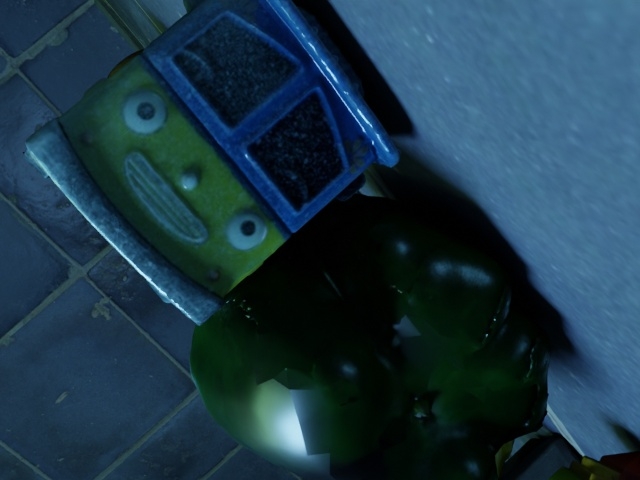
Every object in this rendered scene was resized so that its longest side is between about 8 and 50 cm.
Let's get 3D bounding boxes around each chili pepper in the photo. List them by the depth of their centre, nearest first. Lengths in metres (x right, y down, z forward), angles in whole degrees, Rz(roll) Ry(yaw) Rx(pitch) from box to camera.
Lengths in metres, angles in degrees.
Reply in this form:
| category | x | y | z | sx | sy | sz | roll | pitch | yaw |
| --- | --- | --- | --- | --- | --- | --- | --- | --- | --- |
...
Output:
| category | x | y | z | sx | sy | sz | roll | pitch | yaw |
| --- | --- | --- | --- | --- | --- | --- | --- | --- | --- |
| chili pepper | 0.037 | 0.082 | 0.507 | 0.248 | 0.233 | 0.256 | 34 | 172 | -18 |

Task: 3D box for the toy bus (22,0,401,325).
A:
| category | x | y | z | sx | sy | sz | roll | pitch | yaw |
| --- | --- | --- | --- | --- | --- | --- | --- | --- | --- |
| toy bus | -0.091 | -0.078 | 0.501 | 0.152 | 0.190 | 0.312 | 51 | 176 | -18 |

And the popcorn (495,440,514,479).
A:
| category | x | y | z | sx | sy | sz | roll | pitch | yaw |
| --- | --- | --- | --- | --- | --- | --- | --- | --- | --- |
| popcorn | 0.139 | 0.233 | 0.847 | 0.192 | 0.233 | 0.266 | 25 | -139 | -14 |

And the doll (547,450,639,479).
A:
| category | x | y | z | sx | sy | sz | roll | pitch | yaw |
| --- | --- | --- | --- | --- | --- | --- | --- | --- | --- |
| doll | 0.232 | 0.248 | 0.483 | 0.186 | 0.134 | 0.106 | 55 | 178 | 3 |

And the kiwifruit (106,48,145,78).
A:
| category | x | y | z | sx | sy | sz | roll | pitch | yaw |
| --- | --- | --- | --- | --- | --- | --- | --- | --- | --- |
| kiwifruit | -0.252 | -0.205 | 1.126 | 0.234 | 0.196 | 0.196 | 51 | 176 | 0 |

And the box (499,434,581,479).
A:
| category | x | y | z | sx | sy | sz | roll | pitch | yaw |
| --- | --- | --- | --- | --- | --- | --- | --- | --- | --- |
| box | 0.241 | 0.445 | 0.795 | 0.251 | 0.345 | 0.204 | 46 | 177 | 18 |
